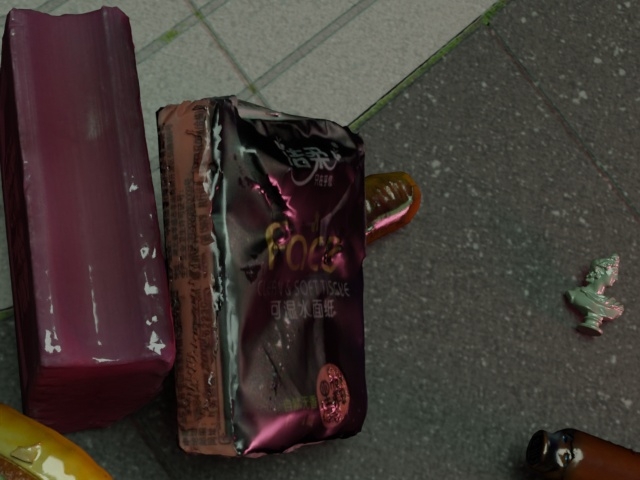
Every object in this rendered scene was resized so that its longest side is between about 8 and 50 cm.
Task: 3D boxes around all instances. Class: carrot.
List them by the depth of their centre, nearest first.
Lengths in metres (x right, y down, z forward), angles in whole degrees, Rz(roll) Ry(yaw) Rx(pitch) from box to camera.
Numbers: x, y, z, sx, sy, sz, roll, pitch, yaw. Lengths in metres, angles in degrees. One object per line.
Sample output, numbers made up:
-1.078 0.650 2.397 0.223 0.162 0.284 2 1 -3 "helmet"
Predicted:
0.000 0.000 1.467 0.260 0.070 0.070 -32 78 -27 "carrot"

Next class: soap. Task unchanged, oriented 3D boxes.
-0.229 -0.014 1.295 0.128 0.233 0.359 -4 67 -17 "soap"

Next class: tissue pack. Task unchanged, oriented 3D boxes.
-0.050 0.035 1.287 0.245 0.123 0.332 7 79 -61 "tissue pack"

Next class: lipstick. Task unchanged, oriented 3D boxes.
0.409 0.284 1.446 0.418 0.077 0.077 20 60 -14 "lipstick"

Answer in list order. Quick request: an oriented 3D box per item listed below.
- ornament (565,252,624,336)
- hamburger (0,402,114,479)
0.317 0.064 1.558 0.068 0.041 0.092 -4 76 -15 "ornament"
-0.273 0.261 1.141 0.246 0.246 0.170 38 57 2 "hamburger"
